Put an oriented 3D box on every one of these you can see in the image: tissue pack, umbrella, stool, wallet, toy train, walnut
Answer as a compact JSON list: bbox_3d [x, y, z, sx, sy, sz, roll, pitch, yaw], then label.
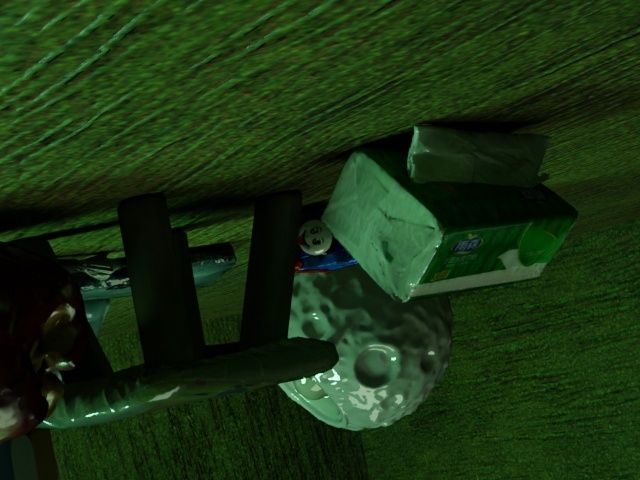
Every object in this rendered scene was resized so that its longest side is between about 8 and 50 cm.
[{"bbox_3d":[0.142,-0.044,1.135,0.209,0.148,0.156,-5,132,-41],"label":"tissue pack"},{"bbox_3d":[-0.338,0.035,1.500,0.269,0.044,0.044,3,-156,-43],"label":"umbrella"},{"bbox_3d":[-0.182,0.084,1.306,0.310,0.226,0.310,-17,171,40],"label":"stool"},{"bbox_3d":[-0.326,0.064,1.705,0.379,0.046,0.191,-8,172,-25],"label":"wallet"},{"bbox_3d":[0.000,0.000,1.537,0.131,0.082,0.204,-12,176,15],"label":"toy train"},{"bbox_3d":[-0.375,0.119,1.126,0.269,0.244,0.221,8,-138,9],"label":"walnut"}]

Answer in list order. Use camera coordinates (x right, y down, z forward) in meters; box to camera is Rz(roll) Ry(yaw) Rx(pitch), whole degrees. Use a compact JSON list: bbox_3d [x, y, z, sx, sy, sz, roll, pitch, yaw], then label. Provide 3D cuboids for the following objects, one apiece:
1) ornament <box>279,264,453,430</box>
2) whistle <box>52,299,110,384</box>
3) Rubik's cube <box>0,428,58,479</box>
[{"bbox_3d":[0.063,0.140,1.859,0.337,0.337,0.337,-11,174,-1],"label":"ornament"},{"bbox_3d":[-0.423,0.164,1.872,0.093,0.186,0.274,-1,133,-35],"label":"whistle"},{"bbox_3d":[-0.659,0.290,1.819,0.347,0.344,0.347,-10,176,1],"label":"Rubik's cube"}]
